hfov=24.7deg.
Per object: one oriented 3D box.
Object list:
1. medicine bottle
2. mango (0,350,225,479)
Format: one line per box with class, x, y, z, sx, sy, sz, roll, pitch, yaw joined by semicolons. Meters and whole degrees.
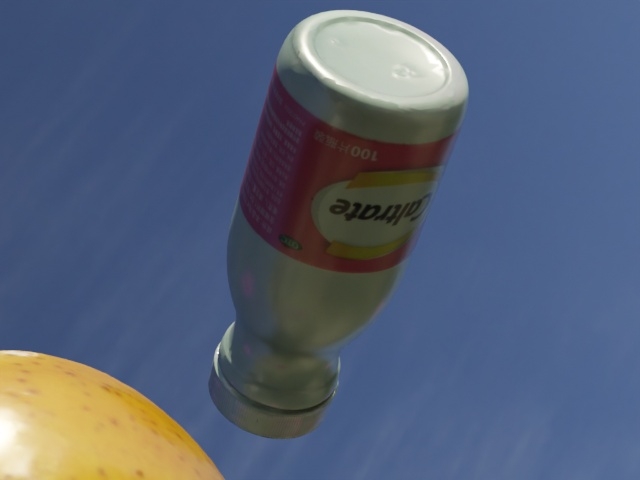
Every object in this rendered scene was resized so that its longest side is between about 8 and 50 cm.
medicine bottle;0.000;0.000;0.716;0.090;0.090;0.217;-22;-38;-41
mango;-0.121;0.170;0.393;0.191;0.160;0.290;15;-98;-25
